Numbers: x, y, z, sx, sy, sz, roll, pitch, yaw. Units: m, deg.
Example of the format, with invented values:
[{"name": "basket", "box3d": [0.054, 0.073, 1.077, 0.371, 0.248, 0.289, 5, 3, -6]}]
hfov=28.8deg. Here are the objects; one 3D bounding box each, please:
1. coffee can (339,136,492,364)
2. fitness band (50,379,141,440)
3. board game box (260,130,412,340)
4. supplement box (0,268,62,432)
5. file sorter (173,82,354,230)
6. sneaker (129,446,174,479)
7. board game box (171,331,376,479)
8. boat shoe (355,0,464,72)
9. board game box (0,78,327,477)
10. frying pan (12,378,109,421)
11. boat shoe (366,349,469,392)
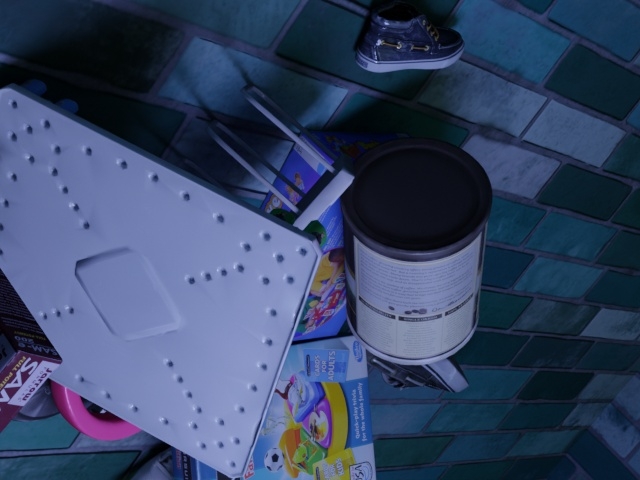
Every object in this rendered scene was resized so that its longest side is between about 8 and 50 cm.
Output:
[{"name": "coffee can", "box3d": [0.131, 0.020, 1.751, 0.202, 0.201, 0.275, -31, 147, -19]}, {"name": "fitness band", "box3d": [-0.236, 0.152, 1.711, 0.291, 0.054, 0.209, -30, 127, -34]}, {"name": "board game box", "box3d": [0.000, 0.000, 1.851, 0.233, 0.078, 0.347, -3, 131, -47]}, {"name": "supplement box", "box3d": [-0.395, 0.091, 1.356, 0.130, 0.239, 0.073, -49, 148, 10]}, {"name": "file sorter", "box3d": [-0.113, -0.041, 1.535, 0.277, 0.173, 0.193, -48, -174, 7]}, {"name": "sneaker", "box3d": [-0.207, 0.324, 2.000, 0.292, 0.108, 0.169, -35, 148, -32]}, {"name": "board game box", "box3d": [-0.072, 0.289, 1.947, 0.336, 0.079, 0.253, -6, 91, -37]}, {"name": "boat shoe", "box3d": [0.133, -0.278, 1.673, 0.183, 0.065, 0.083, -15, 141, -36]}, {"name": "board game box", "box3d": [-0.208, 0.050, 1.414, 0.050, 0.390, 0.390, -52, 165, -49]}, {"name": "frying pan", "box3d": [-0.370, 0.220, 1.737, 0.197, 0.053, 0.326, -27, 142, -24]}, {"name": "boat shoe", "box3d": [0.157, 0.213, 2.278, 0.119, 0.121, 0.335, -40, 139, 10]}]
